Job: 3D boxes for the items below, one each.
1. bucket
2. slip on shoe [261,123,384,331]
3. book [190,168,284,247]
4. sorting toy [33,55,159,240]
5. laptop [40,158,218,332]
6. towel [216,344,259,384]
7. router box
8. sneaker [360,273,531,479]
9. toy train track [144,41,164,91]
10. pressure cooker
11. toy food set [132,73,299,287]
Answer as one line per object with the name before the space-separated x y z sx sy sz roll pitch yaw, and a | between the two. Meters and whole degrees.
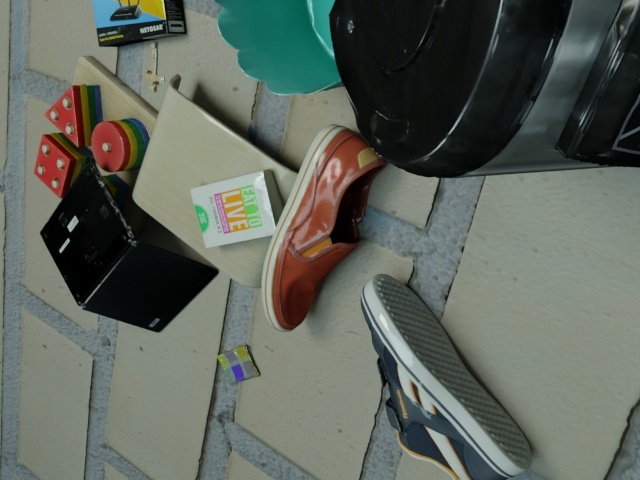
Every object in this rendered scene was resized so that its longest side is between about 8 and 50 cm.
bucket | 0.020 -0.321 0.882 0.281 0.183 0.281 10 107 34
slip on shoe | 0.000 0.000 1.030 0.101 0.123 0.331 31 114 22
book | -0.124 -0.047 1.072 0.144 0.035 0.096 -11 98 33
sorting toy | -0.413 -0.163 1.303 0.257 0.089 0.255 40 122 22
laptop | -0.352 0.020 1.285 0.234 0.137 0.264 -42 74 36
towel | -0.146 0.220 1.259 0.083 0.009 0.060 -23 89 38
router box | -0.309 -0.401 1.189 0.179 0.046 0.133 2 103 36
sneaker | 0.136 0.203 0.973 0.127 0.126 0.321 -42 78 30
toy train track | -0.290 -0.298 1.223 0.048 0.014 0.083 19 112 31
pressure cooker | 0.248 -0.245 0.594 0.370 0.421 0.375 -173 78 -72
toy food set | -0.158 -0.094 1.147 0.306 0.092 0.219 36 121 14
